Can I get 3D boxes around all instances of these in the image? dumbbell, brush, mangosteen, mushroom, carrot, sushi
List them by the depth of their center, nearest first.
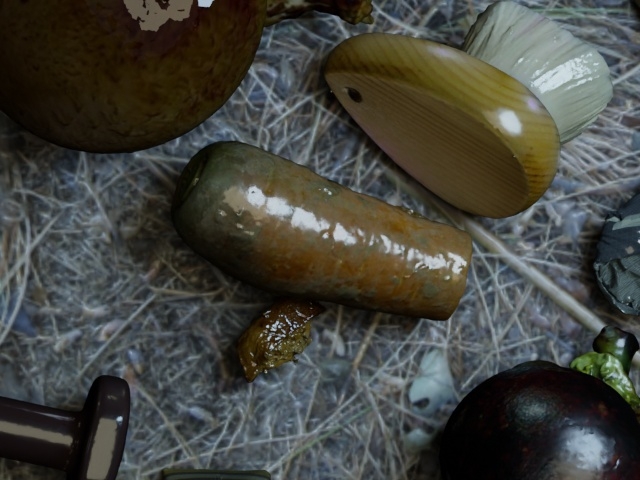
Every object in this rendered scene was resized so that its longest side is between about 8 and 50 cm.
[{"bbox_3d":[-0.295,0.173,1.358,0.225,0.124,0.140,13,82,-13],"label":"dumbbell"},{"bbox_3d":[-0.179,-0.265,1.404,0.334,0.356,0.331,-29,96,22],"label":"mushroom"},{"bbox_3d":[0.249,0.198,1.449,0.231,0.231,0.289,40,68,-8],"label":"mangosteen"},{"bbox_3d":[0.000,0.000,1.449,0.301,0.138,0.139,20,80,-12],"label":"carrot"},{"bbox_3d":[-0.040,0.097,1.465,0.060,0.061,0.118,45,74,6],"label":"sushi"},{"bbox_3d":[0.147,-0.157,1.498,0.266,0.174,0.166,32,62,8],"label":"brush"}]

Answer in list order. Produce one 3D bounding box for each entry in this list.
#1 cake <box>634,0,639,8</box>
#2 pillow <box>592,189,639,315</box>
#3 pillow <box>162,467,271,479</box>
[{"bbox_3d":[0.455,-0.402,1.518,0.293,0.307,0.314,-32,93,-17],"label":"cake"},{"bbox_3d":[0.431,-0.043,1.586,0.161,0.092,0.335,45,76,-1],"label":"pillow"},{"bbox_3d":[-0.092,0.305,1.399,0.113,0.038,0.203,4,49,-16],"label":"pillow"}]
